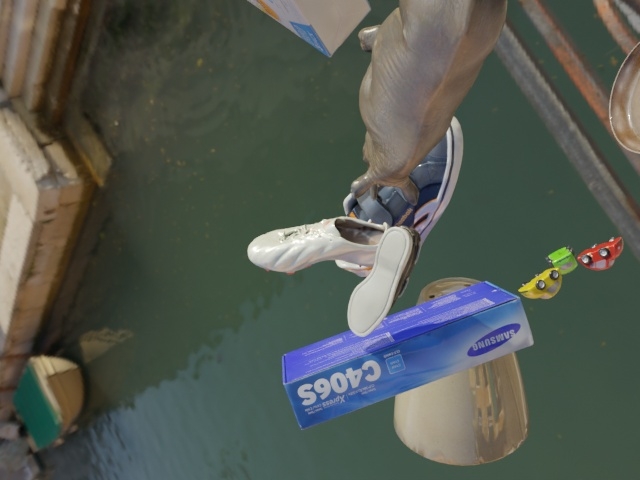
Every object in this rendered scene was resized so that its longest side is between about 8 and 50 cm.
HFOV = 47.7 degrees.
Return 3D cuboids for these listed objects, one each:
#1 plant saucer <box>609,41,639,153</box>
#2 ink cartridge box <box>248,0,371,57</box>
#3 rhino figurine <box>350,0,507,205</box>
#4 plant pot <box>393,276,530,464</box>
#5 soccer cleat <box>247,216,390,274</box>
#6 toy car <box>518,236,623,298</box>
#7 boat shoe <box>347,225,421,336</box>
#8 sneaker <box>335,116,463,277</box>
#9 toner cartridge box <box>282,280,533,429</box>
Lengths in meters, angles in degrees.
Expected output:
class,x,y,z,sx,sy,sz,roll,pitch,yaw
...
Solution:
class,x,y,z,sx,sy,sz,roll,pitch,yaw
plant saucer,0.817,-0.355,1.721,0.310,0.050,0.311,-170,90,-69
ink cartridge box,-0.051,-0.249,0.632,0.181,0.062,0.104,41,-179,25
rhino figurine,0.063,-0.108,0.514,0.243,0.073,0.106,108,161,-51
plant pot,0.254,0.216,1.324,0.256,0.256,0.274,19,124,44
soccer cleat,0.000,0.000,0.929,0.196,0.068,0.076,-1,143,8
toy car,0.555,0.058,1.617,0.239,0.225,0.053,-30,91,14
boat shoe,0.067,0.042,0.747,0.046,0.038,0.125,29,108,32
sneaker,0.121,-0.063,1.187,0.126,0.127,0.321,-118,40,-49
toner cartridge box,0.118,0.162,1.068,0.165,0.347,0.075,-120,10,-83
